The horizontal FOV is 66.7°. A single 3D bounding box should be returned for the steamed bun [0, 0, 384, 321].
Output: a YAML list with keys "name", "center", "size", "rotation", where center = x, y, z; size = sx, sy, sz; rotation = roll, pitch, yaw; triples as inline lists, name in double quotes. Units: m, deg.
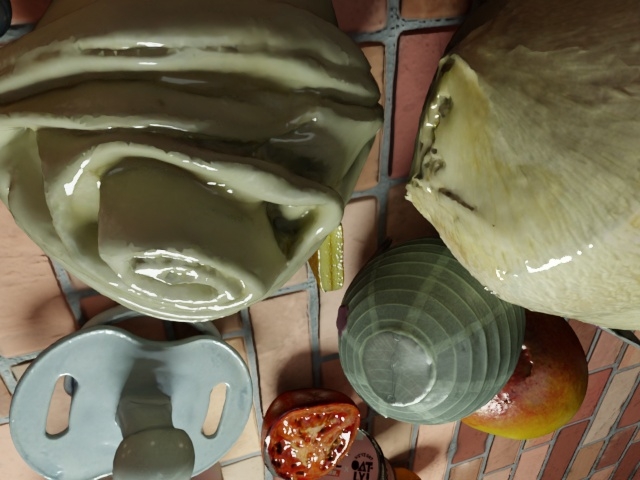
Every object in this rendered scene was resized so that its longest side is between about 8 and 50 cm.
- name: "steamed bun"
  center: [-0.086, -0.070, 0.410]
  size: [0.324, 0.220, 0.309]
  rotation: [-41, 138, 10]

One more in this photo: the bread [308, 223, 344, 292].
- name: "bread"
  center: [0.000, 0.000, 0.585]
  size: [0.035, 0.094, 0.090]
  rotation: [-12, 125, -12]

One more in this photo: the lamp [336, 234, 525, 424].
- name: "lamp"
  center: [0.138, 0.115, 0.636]
  size: [0.232, 0.233, 0.266]
  rotation: [5, 116, -24]

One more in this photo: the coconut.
- name: "coconut"
  center: [0.252, -0.099, 0.459]
  size: [0.360, 0.346, 0.347]
  rotation: [22, 112, -22]

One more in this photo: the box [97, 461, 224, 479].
- name: "box"
  center: [-0.300, 0.448, 0.757]
  size: [0.251, 0.106, 0.203]
  rotation: [16, 114, -28]

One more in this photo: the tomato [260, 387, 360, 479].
- name: "tomato"
  center: [-0.030, 0.303, 0.781]
  size: [0.166, 0.082, 0.174]
  rotation: [4, 116, -28]

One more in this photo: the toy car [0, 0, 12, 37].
- name: "toy car"
  center: [-0.266, -0.235, 0.285]
  size: [0.270, 0.181, 0.212]
  rotation: [-44, 136, 10]

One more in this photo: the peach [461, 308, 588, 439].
- name: "peach"
  center: [0.291, 0.195, 0.762]
  size: [0.230, 0.231, 0.231]
  rotation: [-10, 125, -15]

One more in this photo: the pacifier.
- name: "pacifier"
  center: [-0.197, 0.205, 0.570]
  size: [0.287, 0.225, 0.239]
  rotation: [16, 96, -30]

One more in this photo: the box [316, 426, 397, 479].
- name: "box"
  center: [0.058, 0.417, 0.854]
  size: [0.151, 0.151, 0.135]
  rotation: [-34, 135, 3]

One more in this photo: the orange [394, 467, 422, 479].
- name: "orange"
  center: [0.159, 0.526, 0.978]
  size: [0.135, 0.117, 0.136]
  rotation: [4, 102, 17]

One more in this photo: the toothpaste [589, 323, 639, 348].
- name: "toothpaste"
  center: [0.293, 0.049, 0.626]
  size: [0.096, 0.266, 0.061]
  rotation: [22, 109, -30]
